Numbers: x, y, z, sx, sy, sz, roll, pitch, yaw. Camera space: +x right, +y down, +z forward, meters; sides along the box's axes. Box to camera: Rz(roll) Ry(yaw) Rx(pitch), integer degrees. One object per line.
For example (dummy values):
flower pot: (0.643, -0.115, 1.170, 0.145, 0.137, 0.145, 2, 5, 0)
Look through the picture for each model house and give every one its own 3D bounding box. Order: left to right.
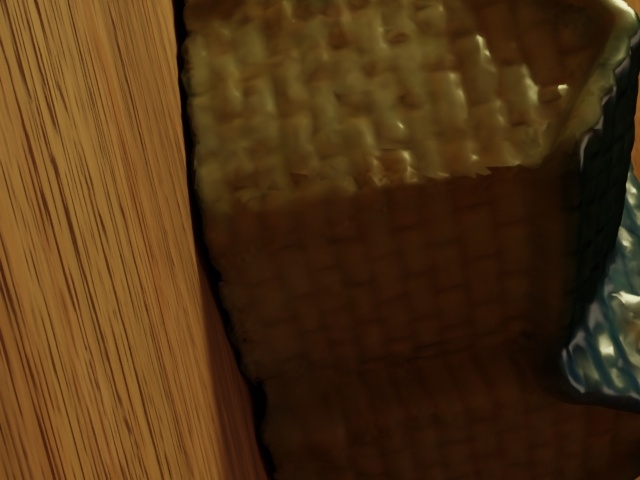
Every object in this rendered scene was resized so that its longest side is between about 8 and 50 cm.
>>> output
model house: (0.121, -0.024, 1.136, 0.445, 0.399, 0.395, 75, 7, -50)
